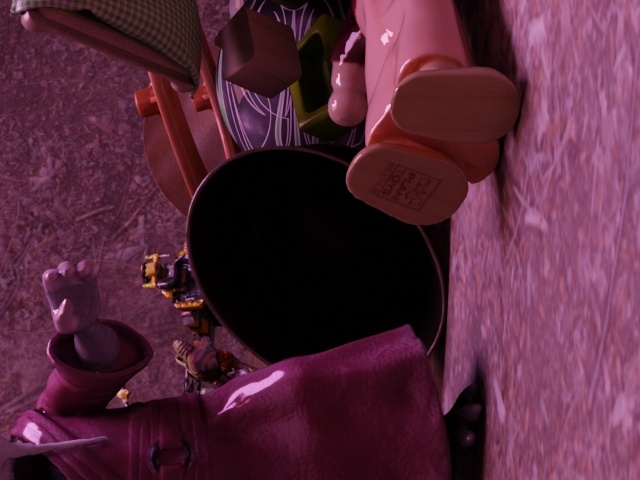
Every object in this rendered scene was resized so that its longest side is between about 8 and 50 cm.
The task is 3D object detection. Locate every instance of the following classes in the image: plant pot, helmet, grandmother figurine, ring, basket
[{"bbox_3d":[-0.047,-0.141,1.717,0.230,0.215,0.215,135,138,-60],"label":"plant pot"},{"bbox_3d":[-0.016,-0.141,1.497,0.161,0.169,0.169,-85,1,-47],"label":"helmet"},{"bbox_3d":[0.058,-0.161,1.116,0.208,0.104,0.342,-49,27,35],"label":"grandmother figurine"},{"bbox_3d":[-0.115,-0.119,1.424,0.336,0.032,0.336,-17,-90,-85],"label":"ring"},{"bbox_3d":[0.000,0.000,1.300,0.154,0.204,0.227,-48,6,9],"label":"basket"}]

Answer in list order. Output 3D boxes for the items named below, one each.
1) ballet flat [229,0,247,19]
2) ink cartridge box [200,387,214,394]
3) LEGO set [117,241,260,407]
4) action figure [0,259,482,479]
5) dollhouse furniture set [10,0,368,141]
[{"bbox_3d":[-0.065,-0.337,1.913,0.068,0.072,0.213,23,116,53],"label":"ballet flat"},{"bbox_3d":[-0.052,0.270,1.781,0.093,0.154,0.212,102,168,-61],"label":"ink cartridge box"},{"bbox_3d":[-0.077,0.118,1.547,0.192,0.255,0.331,45,-128,-59],"label":"LEGO set"},{"bbox_3d":[-0.090,0.140,1.112,0.276,0.370,0.248,159,112,-85],"label":"action figure"},{"bbox_3d":[-0.068,-0.223,1.248,0.151,0.302,0.197,-38,48,34],"label":"dollhouse furniture set"}]
